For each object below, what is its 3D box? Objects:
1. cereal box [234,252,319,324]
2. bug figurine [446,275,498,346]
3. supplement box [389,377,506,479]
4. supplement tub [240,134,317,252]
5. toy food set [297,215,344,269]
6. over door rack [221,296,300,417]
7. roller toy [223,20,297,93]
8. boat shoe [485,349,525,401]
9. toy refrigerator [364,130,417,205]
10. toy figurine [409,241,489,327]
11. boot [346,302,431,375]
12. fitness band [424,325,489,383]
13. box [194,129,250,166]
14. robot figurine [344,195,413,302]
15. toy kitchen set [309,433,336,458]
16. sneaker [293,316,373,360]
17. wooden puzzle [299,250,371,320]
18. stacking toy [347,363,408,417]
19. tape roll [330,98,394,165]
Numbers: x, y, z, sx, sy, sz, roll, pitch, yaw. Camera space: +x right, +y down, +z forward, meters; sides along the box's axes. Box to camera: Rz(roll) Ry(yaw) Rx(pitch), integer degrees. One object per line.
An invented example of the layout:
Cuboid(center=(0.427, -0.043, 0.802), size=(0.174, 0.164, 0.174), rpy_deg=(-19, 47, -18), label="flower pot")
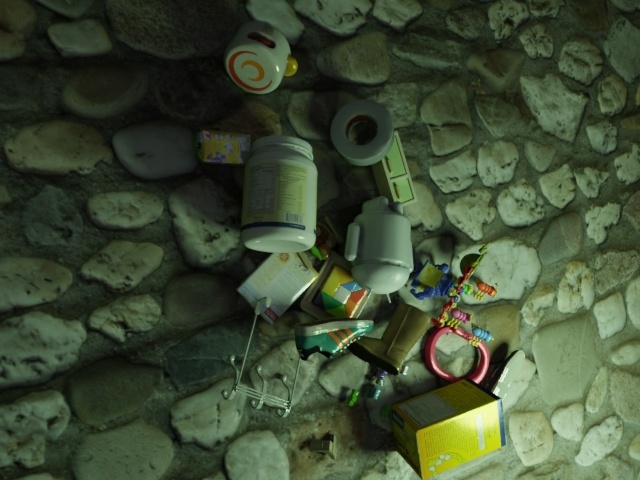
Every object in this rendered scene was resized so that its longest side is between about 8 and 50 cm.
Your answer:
Cuboid(center=(-0.144, 0.138, 1.565), size=(0.240, 0.047, 0.173), rpy_deg=(-45, 105, -17), label="cereal box")
Cuboid(center=(0.598, 0.259, 1.822), size=(0.216, 0.072, 0.279), rpy_deg=(21, 65, -15), label="bug figurine")
Cuboid(center=(0.462, 0.674, 1.697), size=(0.356, 0.194, 0.195), rpy_deg=(-13, 101, -17), label="supplement box")
Cuboid(center=(-0.128, -0.139, 1.466), size=(0.235, 0.235, 0.325), rpy_deg=(7, 76, -22), label="supplement tub")
Cuboid(center=(0.000, 0.000, 1.607), size=(0.192, 0.038, 0.132), rpy_deg=(-39, 100, -34), label="toy food set")
Cuboid(center=(-0.162, 0.374, 1.499), size=(0.239, 0.108, 0.324), rpy_deg=(32, 68, -34), label="over door rack")
Cuboid(center=(-0.195, -0.582, 1.477), size=(0.191, 0.209, 0.146), rpy_deg=(57, 40, -45), label="roller toy")
Cuboid(center=(0.746, 0.553, 1.906), size=(0.095, 0.079, 0.255), rpy_deg=(36, 78, -20), label="boat shoe")
Cuboid(center=(0.262, -0.256, 1.721), size=(0.102, 0.094, 0.270), rpy_deg=(-19, 96, -22), label="toy refrigerator")
Cuboid(center=(0.442, 0.117, 1.738), size=(0.217, 0.191, 0.362), rpy_deg=(29, 63, 23), label="toy figurine")
Cuboid(center=(0.241, 0.327, 1.684), size=(0.236, 0.089, 0.269), rpy_deg=(29, 51, 14), label="boot")
Cuboid(center=(0.538, 0.457, 1.840), size=(0.290, 0.054, 0.209), rpy_deg=(30, 80, -18), label="fitness band")
Cuboid(center=(-0.318, -0.297, 1.510), size=(0.179, 0.043, 0.105), rpy_deg=(1, 88, -25), label="box")
Cuboid(center=(0.210, 0.031, 1.616), size=(0.299, 0.199, 0.354), rpy_deg=(13, 72, -29), label="robot figurine")
Cuboid(center=(0.013, 0.713, 1.627), size=(0.068, 0.075, 0.083), rpy_deg=(-82, 157, -44), label="toy kitchen set")
Cuboid(center=(0.047, 0.323, 1.542), size=(0.302, 0.108, 0.121), rpy_deg=(-1, 88, -31), label="sneaker")
Cuboid(center=(0.071, 0.187, 1.655), size=(0.221, 0.044, 0.239), rpy_deg=(33, 76, -18), label="wooden puzzle")
Cuboid(center=(0.208, 0.518, 1.702), size=(0.167, 0.052, 0.221), rpy_deg=(28, 80, -18), label="stacking toy")
Cuboid(center=(0.147, -0.376, 1.629), size=(0.219, 0.072, 0.219), rpy_deg=(-1, 83, 11), label="tape roll")
